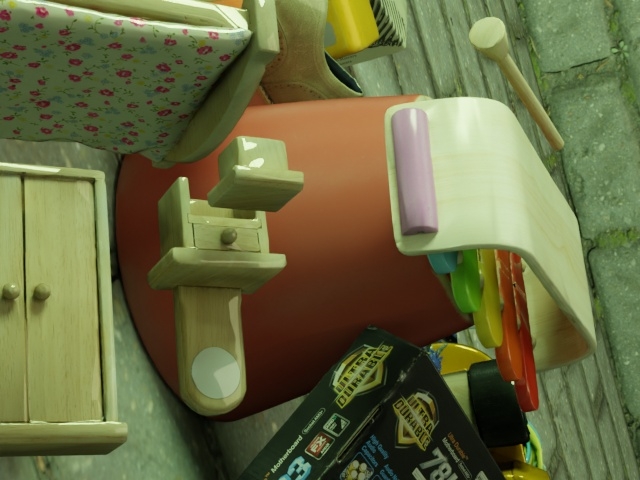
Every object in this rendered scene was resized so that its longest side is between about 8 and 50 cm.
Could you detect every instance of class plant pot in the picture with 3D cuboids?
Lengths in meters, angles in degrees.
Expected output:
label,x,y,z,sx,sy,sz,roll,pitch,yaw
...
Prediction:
label,x,y,z,sx,sy,sz,roll,pitch,yaw
plant pot,0.000,0.000,0.980,0.275,0.243,0.275,-13,90,-70

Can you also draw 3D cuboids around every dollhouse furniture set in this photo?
label,x,y,z,sx,sy,sz,roll,pitch,yaw
dollhouse furniture set,-0.097,-0.012,0.570,0.303,0.355,0.174,4,68,-28

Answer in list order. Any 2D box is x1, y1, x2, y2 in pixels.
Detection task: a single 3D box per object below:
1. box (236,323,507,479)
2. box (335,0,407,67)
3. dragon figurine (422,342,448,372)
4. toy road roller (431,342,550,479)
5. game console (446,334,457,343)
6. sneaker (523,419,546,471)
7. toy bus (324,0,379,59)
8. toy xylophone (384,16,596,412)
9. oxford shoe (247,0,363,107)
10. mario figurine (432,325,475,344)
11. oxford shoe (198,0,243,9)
label,x,y,z,sx,sy,sz,roll,pitch,yaw
box,0.027,0.267,0.903,0.293,0.073,0.295,-49,132,-18
box,0.007,-0.338,1.387,0.275,0.113,0.094,51,34,-46
dragon figurine,0.059,0.045,1.236,0.085,0.144,0.289,51,33,-49
toy road roller,0.155,0.277,1.279,0.240,0.202,0.330,13,64,-79
game console,0.205,0.083,1.694,0.071,0.107,0.122,10,64,-36
sneaker,0.242,0.337,1.479,0.208,0.127,0.319,-130,-165,-85
toy bus,-0.053,-0.348,1.209,0.108,0.130,0.333,-49,123,-65
toy xylophone,0.145,-0.020,0.904,0.323,0.081,0.236,50,33,-49
oxford shoe,-0.066,-0.244,1.085,0.123,0.130,0.348,-107,170,-47
mario figurine,0.163,0.004,1.481,0.198,0.170,0.321,109,-9,-60
oxford shoe,-0.095,-0.197,0.910,0.271,0.096,0.098,-172,-104,-71
